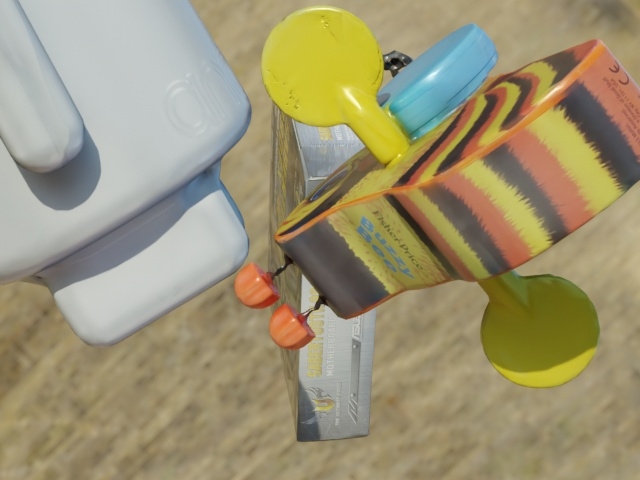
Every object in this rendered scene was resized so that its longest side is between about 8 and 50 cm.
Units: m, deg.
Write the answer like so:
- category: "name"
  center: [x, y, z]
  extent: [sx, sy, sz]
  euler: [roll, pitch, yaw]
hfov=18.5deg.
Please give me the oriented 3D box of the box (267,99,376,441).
- category: "box"
  center: [0.000, 0.000, 1.417]
  extent: [0.183, 0.056, 0.231]
  euler: [-102, -168, -53]

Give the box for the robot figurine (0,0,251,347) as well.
- category: "robot figurine"
  center: [-0.177, -0.114, 1.155]
  extent: [0.353, 0.199, 0.300]
  euler: [59, -3, -10]

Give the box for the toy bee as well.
- category: "toy bee"
  center: [0.046, -0.006, 0.902]
  extent: [0.195, 0.162, 0.298]
  euler: [46, -9, 10]
